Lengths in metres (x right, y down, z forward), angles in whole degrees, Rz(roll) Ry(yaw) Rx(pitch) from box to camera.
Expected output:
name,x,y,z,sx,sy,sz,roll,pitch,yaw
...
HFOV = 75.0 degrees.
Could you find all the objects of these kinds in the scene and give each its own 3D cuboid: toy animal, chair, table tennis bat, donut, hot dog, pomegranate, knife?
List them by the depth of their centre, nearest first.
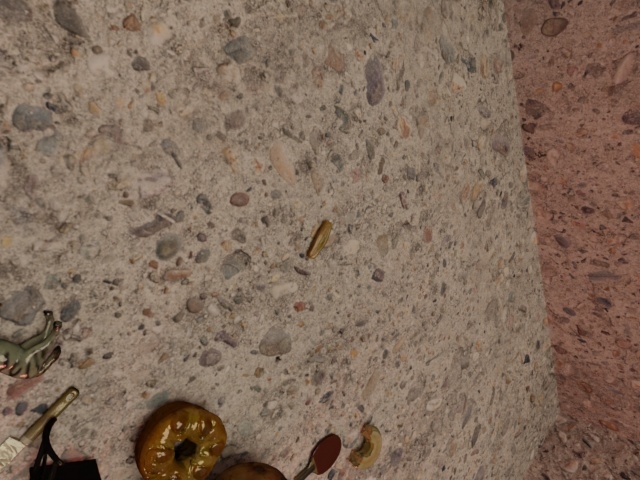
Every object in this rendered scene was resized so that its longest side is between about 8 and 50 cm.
name,x,y,z,sx,sy,sz,roll,pitch,yaw
toy animal,-0.645,0.195,0.810,0.255,0.090,0.170,9,96,-38
knife,-0.647,0.434,0.886,0.298,0.017,0.047,-49,119,-22
chair,-0.546,0.533,0.891,0.141,0.154,0.260,16,94,-41
donut,-0.361,0.529,1.078,0.226,0.114,0.226,-8,103,-40
pomegranate,-0.196,0.765,1.156,0.281,0.281,0.281,-8,102,-39
hot dog,0.000,0.000,1.354,0.044,0.028,0.137,28,75,-13
table tennis bat,-0.005,0.782,1.482,0.220,0.019,0.130,-29,115,-35
donut,0.181,0.798,1.611,0.108,0.065,0.166,38,72,-38
